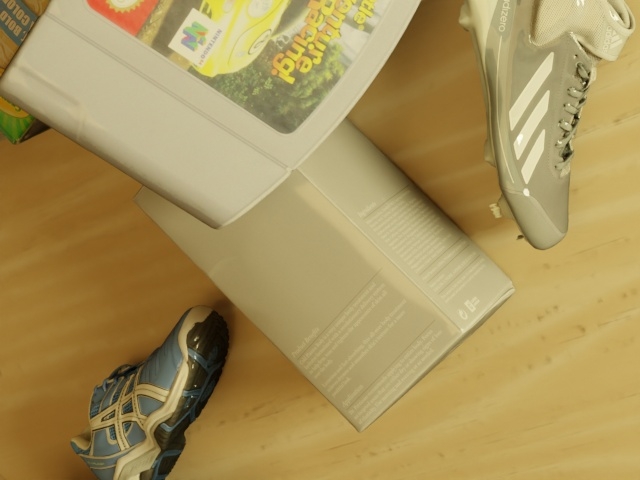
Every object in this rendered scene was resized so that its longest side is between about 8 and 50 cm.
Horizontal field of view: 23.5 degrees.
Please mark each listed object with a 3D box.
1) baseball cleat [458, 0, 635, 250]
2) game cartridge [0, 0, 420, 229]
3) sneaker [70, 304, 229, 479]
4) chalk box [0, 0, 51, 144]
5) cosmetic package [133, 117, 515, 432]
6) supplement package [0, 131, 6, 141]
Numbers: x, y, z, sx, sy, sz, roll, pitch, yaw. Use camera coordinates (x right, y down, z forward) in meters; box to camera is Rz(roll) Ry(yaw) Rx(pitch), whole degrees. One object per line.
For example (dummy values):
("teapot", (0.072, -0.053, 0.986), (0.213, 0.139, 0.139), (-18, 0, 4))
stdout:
("baseball cleat", (0.149, -0.093, 0.966), (0.109, 0.072, 0.206), (-8, 110, 25))
("game cartridge", (-0.043, -0.164, 0.956), (0.196, 0.060, 0.294), (31, 97, -15))
("sneaker", (-0.139, 0.127, 1.214), (0.081, 0.080, 0.211), (36, 123, 9))
("chalk box", (-0.194, -0.167, 1.089), (0.132, 0.132, 0.213), (48, 124, 3))
("cosmetic package", (0.000, 0.000, 1.071), (0.238, 0.107, 0.127), (48, 124, 7))
("supplement package", (-0.361, -0.120, 1.163), (0.203, 0.194, 0.149), (-5, 107, 30))
